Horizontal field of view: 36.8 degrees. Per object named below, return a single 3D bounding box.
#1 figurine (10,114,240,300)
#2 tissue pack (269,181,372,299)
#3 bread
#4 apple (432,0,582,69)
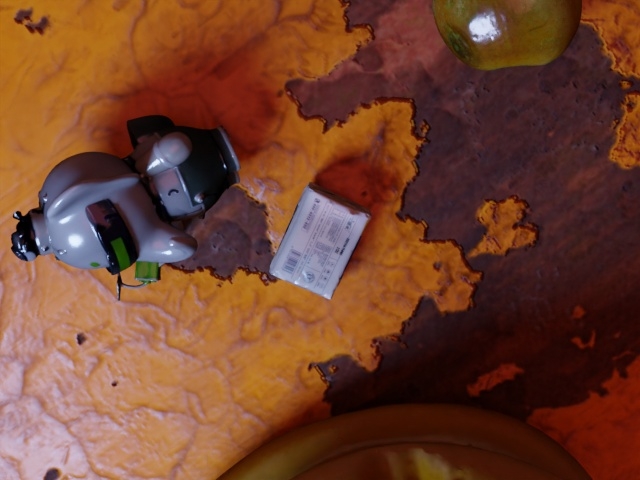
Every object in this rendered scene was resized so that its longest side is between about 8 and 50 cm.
[{"bbox_3d":[-0.157,-0.030,0.778,0.192,0.147,0.126,-23,83,-15],"label":"figurine"},{"bbox_3d":[0.000,0.000,0.825,0.062,0.042,0.083,24,101,-4],"label":"tissue pack"},{"bbox_3d":[0.059,0.320,0.792,0.424,0.245,0.328,-14,102,-2],"label":"bread"},{"bbox_3d":[0.148,-0.185,0.759,0.114,0.099,0.102,-18,104,0],"label":"apple"}]
